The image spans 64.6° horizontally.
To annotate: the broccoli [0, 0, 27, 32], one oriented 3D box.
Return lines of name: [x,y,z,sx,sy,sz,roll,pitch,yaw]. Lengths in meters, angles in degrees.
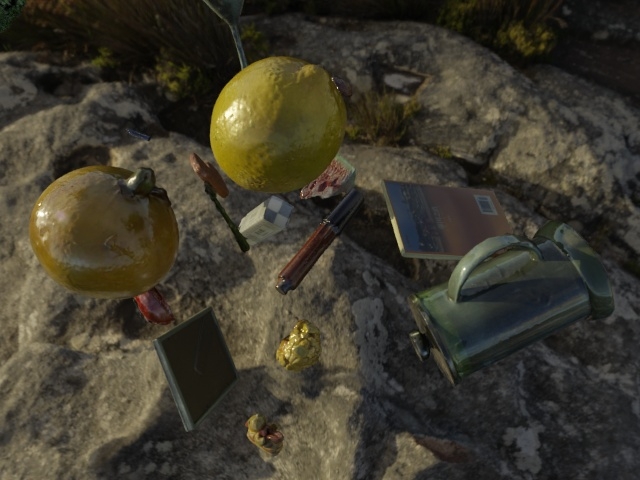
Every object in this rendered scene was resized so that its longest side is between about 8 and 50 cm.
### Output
broccoli: [-0.635,-0.480,0.928,0.156,0.195,0.196,-34,58,25]

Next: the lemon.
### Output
lemon: [-0.078,-0.200,0.907,0.235,0.263,0.236,2,81,-14]

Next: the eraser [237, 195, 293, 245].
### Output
eraser: [-0.226,-0.067,1.937,0.098,0.404,0.097,26,71,-17]

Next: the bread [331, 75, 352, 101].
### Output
bread: [0.056,-0.439,1.459,0.053,0.085,0.085,-41,59,28]

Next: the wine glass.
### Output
wine glass: [-0.251,-0.626,1.490,0.266,0.406,0.267,-11,29,7]

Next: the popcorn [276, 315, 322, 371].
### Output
popcorn: [-0.066,0.387,1.796,0.140,0.194,0.163,27,15,-27]

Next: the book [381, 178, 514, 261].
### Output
book: [0.368,-0.056,1.423,0.373,0.028,0.263,3,53,-17]

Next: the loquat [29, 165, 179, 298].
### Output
loquat: [-0.475,-0.032,1.168,0.328,0.359,0.329,32,32,-23]

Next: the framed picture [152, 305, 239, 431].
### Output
framed picture: [-0.199,0.203,0.842,0.015,0.203,0.150,-20,93,12]

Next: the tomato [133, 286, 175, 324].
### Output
tomato: [-0.647,0.234,1.904,0.101,0.228,0.228,-34,66,-13]

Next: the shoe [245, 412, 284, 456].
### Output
shoe: [-0.137,0.492,1.292,0.072,0.069,0.109,-5,41,-43]

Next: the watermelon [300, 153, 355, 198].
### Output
watermelon: [0.029,-0.169,1.374,0.158,0.121,0.097,-21,43,-42]

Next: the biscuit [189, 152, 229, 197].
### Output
biscuit: [-0.395,-0.235,1.766,0.036,0.192,0.186,-36,52,5]

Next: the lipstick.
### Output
lipstick: [0.000,0.000,1.578,0.077,0.077,0.418,31,65,17]

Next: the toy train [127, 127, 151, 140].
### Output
toy train: [-0.594,-0.344,1.649,0.083,0.017,0.017,21,86,5]

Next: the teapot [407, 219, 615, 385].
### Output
teapot: [0.315,0.105,0.914,0.336,0.271,0.200,-26,41,0]

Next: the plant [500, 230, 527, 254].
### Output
plant: [0.501,0.030,1.302,0.085,0.087,0.174,40,37,3]

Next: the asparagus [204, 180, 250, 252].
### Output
asparagus: [-0.214,-0.052,1.156,0.023,0.233,0.022,13,56,32]
